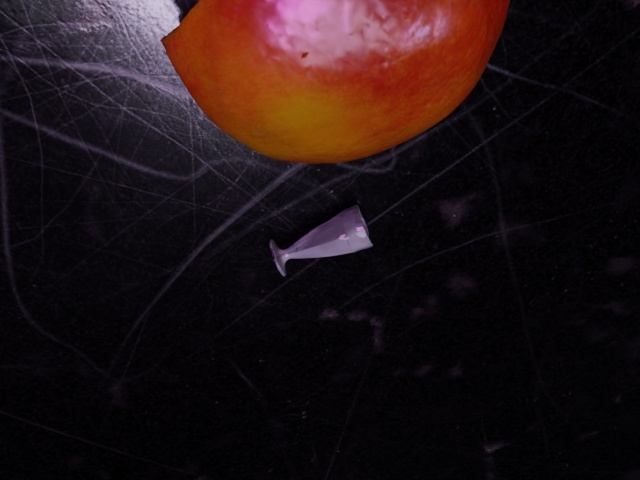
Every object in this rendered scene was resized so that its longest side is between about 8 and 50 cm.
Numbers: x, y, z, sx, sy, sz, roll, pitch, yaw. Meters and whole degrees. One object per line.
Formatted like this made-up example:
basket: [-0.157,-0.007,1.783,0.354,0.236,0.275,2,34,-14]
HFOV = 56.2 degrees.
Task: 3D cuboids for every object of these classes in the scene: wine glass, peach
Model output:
wine glass: [0.000,0.000,0.956,0.155,0.073,0.073,-18,127,4]
peach: [0.038,-0.234,0.693,0.381,0.242,0.306,-33,120,12]
